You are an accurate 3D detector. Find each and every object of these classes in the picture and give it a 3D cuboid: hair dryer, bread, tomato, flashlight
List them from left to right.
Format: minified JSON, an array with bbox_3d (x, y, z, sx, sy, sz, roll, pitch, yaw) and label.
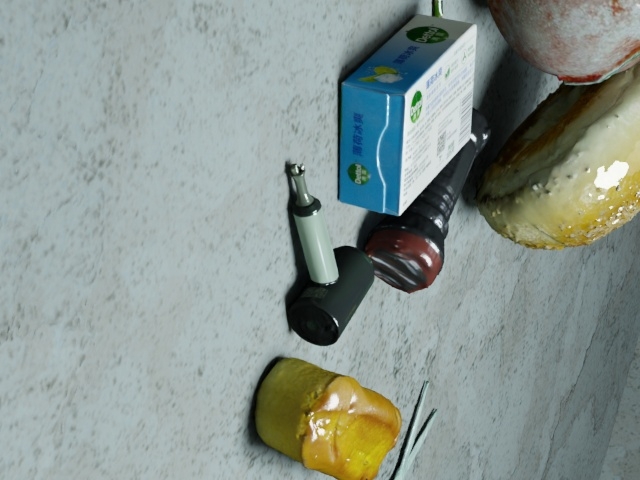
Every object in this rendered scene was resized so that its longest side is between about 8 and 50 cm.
[{"bbox_3d":[0.000,0.000,1.461,0.100,0.057,0.197,-58,146,-41],"label":"hair dryer"},{"bbox_3d":[0.013,0.189,1.541,0.102,0.094,0.245,-67,157,-9],"label":"bread"},{"bbox_3d":[0.121,-0.055,1.673,0.093,0.093,0.232,75,31,-50],"label":"flashlight"},{"bbox_3d":[0.333,-0.101,1.890,0.158,0.305,0.305,49,45,-13],"label":"bread"},{"bbox_3d":[0.337,-0.326,1.721,0.282,0.317,0.317,59,26,5],"label":"tomato"}]

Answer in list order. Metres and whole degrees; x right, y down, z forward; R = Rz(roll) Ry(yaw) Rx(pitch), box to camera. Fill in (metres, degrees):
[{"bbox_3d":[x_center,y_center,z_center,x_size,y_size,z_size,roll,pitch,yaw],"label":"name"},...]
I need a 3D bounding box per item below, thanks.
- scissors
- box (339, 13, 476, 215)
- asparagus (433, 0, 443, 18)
[{"bbox_3d":[0.099,0.299,1.908,0.144,0.017,0.247,71,37,-54],"label":"scissors"},{"bbox_3d":[0.091,-0.132,1.559,0.194,0.073,0.139,-46,143,-50],"label":"box"},{"bbox_3d":[0.129,-0.242,1.666,0.016,0.013,0.166,-37,136,-42],"label":"asparagus"}]
